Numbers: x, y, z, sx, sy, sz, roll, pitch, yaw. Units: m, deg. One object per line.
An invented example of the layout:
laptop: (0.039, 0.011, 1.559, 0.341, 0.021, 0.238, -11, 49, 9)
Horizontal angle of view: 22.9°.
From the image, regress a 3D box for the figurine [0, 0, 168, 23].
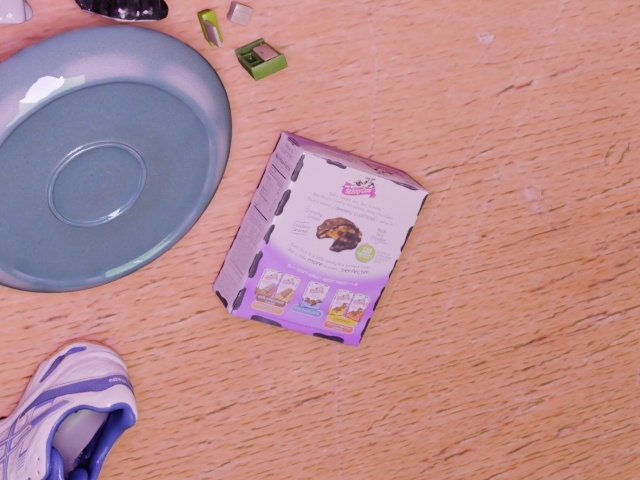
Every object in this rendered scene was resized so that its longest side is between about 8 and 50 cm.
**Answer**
figurine: (-0.248, -0.310, 1.461, 0.214, 0.092, 0.210, -4, 107, -21)

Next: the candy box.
candy box: (0.000, 0.000, 1.712, 0.164, 0.070, 0.196, 17, 106, -29)

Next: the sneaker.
sneaker: (-0.304, 0.242, 1.654, 0.112, 0.131, 0.296, 31, 99, -33)

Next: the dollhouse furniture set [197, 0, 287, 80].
dollhouse furniture set: (-0.084, -0.238, 1.573, 0.076, 0.058, 0.152, -25, 121, -12)

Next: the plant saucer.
plant saucer: (-0.224, -0.064, 1.548, 0.317, 0.044, 0.318, -18, 136, -18)
